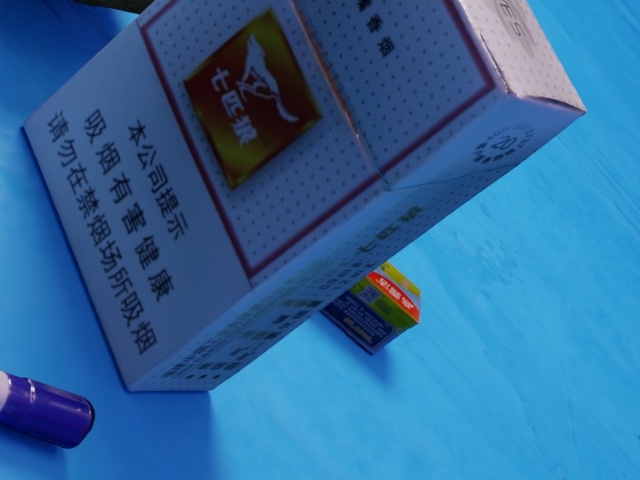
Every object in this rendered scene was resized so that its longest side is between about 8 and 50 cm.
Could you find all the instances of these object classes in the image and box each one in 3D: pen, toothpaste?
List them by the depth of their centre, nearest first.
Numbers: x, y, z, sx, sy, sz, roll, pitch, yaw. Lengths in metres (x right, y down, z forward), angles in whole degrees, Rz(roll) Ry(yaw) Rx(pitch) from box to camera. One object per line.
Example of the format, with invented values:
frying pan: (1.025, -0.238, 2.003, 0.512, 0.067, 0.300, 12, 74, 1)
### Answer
pen: (-0.233, 0.061, 0.945, 0.269, 0.033, 0.033, 26, 38, -40)
toothpaste: (0.000, 0.000, 1.320, 0.193, 0.070, 0.044, 41, 29, -22)

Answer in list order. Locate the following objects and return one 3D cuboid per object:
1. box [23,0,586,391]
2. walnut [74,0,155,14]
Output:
box: (-0.023, -0.076, 1.096, 0.095, 0.330, 0.210, 7, 53, -53)
walnut: (-0.153, -0.272, 1.231, 0.261, 0.225, 0.225, 44, 25, -54)
